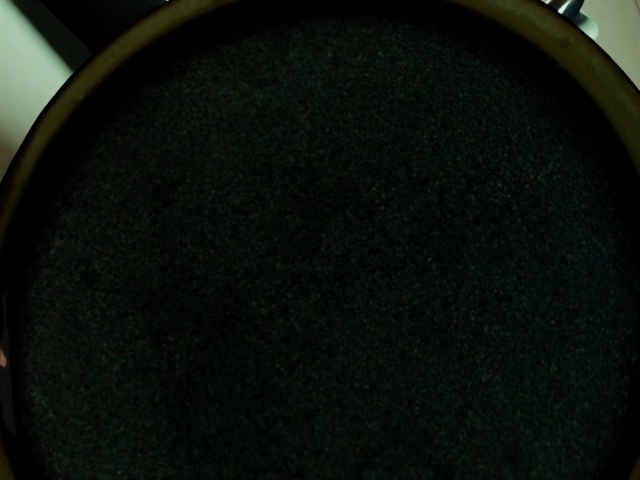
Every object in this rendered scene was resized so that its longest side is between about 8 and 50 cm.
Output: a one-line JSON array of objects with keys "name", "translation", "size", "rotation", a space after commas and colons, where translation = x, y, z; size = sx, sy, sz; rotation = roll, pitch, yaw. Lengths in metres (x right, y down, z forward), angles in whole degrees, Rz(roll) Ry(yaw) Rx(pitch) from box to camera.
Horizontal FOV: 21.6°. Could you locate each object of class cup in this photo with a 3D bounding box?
[{"name": "cup", "translation": [0.017, -0.001, 0.446], "size": [0.177, 0.166, 0.239], "rotation": [35, 42, -69]}]

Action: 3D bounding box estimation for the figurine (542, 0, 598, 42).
[{"name": "figurine", "translation": [0.060, -0.099, 0.722], "size": [0.176, 0.133, 0.236], "rotation": [54, -12, 54]}]
